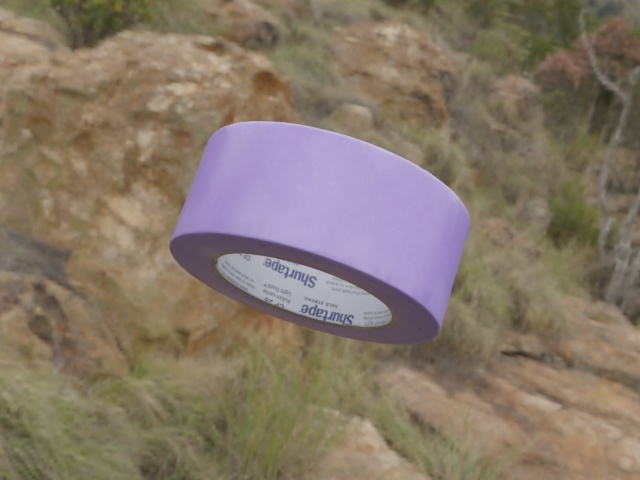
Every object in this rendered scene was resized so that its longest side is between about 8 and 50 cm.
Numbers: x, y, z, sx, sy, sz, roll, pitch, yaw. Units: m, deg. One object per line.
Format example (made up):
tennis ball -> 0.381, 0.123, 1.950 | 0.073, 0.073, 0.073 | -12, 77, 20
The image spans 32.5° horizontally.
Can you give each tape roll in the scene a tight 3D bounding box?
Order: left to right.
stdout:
tape roll -> 0.000, 0.000, 0.737 | 0.189, 0.080, 0.189 | 17, -17, 5
